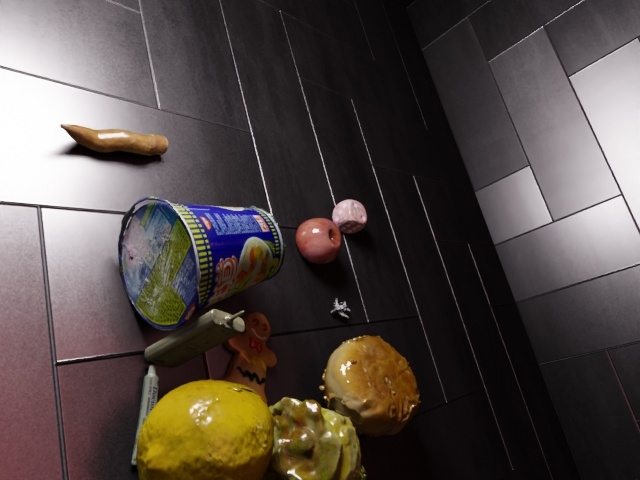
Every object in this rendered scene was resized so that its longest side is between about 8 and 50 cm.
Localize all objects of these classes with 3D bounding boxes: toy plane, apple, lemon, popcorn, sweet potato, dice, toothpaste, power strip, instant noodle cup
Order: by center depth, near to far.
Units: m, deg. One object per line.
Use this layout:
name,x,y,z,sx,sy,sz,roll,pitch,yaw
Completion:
lemon,-0.216,0.400,0.978,0.310,0.253,0.253,3,65,-65
toothpaste,-0.357,0.357,1.025,0.048,0.029,0.197,24,54,-43
power strip,-0.256,0.204,1.045,0.092,0.268,0.034,31,38,-45
popcorn,-0.045,0.495,1.129,0.237,0.293,0.293,72,11,-64
instant noodle cup,-0.252,0.031,1.149,0.312,0.284,0.284,-11,77,-53
sweet potato,-0.497,-0.241,1.200,0.281,0.067,0.059,-6,106,-51
apple,0.000,0.000,1.576,0.153,0.120,0.153,27,50,-38
toy plane,0.062,0.219,1.588,0.083,0.031,0.078,-7,58,-53
dice,0.104,-0.085,1.769,0.094,0.093,0.091,22,53,-38

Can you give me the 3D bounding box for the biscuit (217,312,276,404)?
biscuit,-0.176,0.294,1.265,0.165,0.036,0.250,37,44,-30

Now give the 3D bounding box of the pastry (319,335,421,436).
pastry,0.133,0.422,1.418,0.315,0.184,0.284,5,53,-47

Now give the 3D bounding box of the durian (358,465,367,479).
durian,0.064,0.640,1.232,0.095,0.221,0.137,3,51,-14
